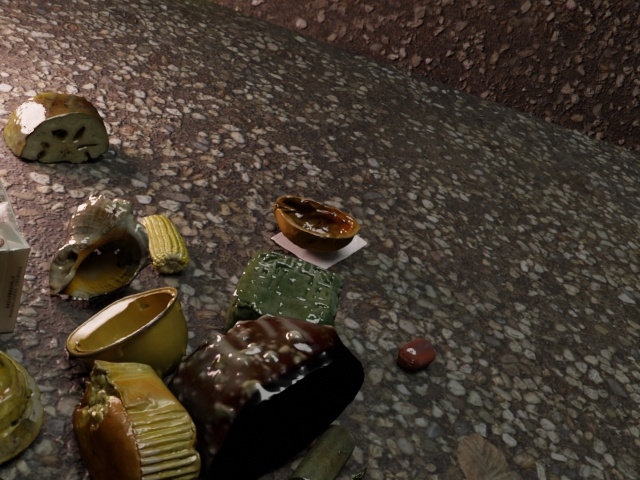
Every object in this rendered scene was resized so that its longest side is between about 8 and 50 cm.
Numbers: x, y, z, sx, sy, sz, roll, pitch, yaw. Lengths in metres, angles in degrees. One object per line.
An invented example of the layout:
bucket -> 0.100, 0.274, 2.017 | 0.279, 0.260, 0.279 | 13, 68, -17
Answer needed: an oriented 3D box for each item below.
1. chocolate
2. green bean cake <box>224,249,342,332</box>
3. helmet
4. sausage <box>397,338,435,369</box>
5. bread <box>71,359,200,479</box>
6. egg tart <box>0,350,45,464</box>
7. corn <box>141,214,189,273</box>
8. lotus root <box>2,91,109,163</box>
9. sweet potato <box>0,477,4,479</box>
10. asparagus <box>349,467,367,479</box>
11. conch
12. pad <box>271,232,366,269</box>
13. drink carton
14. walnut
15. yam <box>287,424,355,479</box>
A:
chocolate -> -0.112, 0.246, 1.642 | 0.340, 0.225, 0.210 | -29, 51, -32
green bean cake -> -0.069, 0.135, 1.961 | 0.222, 0.125, 0.227 | 20, 35, -2
helmet -> -0.315, 0.189, 1.679 | 0.205, 0.257, 0.140 | -39, 107, -32
sausage -> 0.204, 0.240, 2.033 | 0.094, 0.054, 0.059 | -12, 45, -44
bread -> -0.291, 0.302, 1.485 | 0.133, 0.179, 0.250 | -7, 41, -34
egg tart -> -0.563, 0.237, 1.491 | 0.278, 0.095, 0.279 | 18, 31, -11
corn -> -0.334, 0.005, 2.047 | 0.085, 0.063, 0.165 | -18, 42, -16
lotus root -> -0.605, -0.261, 2.240 | 0.234, 0.138, 0.119 | -7, 31, -32
sweet potato -> -0.427, 0.410, 1.340 | 0.233, 0.062, 0.081 | 40, 33, 22
asparagus -> 0.036, 0.432, 1.656 | 0.016, 0.016, 0.163 | 8, 20, 32
conch -> -0.427, 0.025, 1.871 | 0.178, 0.163, 0.245 | 19, 56, 27
pad -> 0.000, 0.000, 2.332 | 0.156, 0.004, 0.232 | 34, 32, 19
drink carton -> -0.633, -0.008, 1.734 | 0.132, 0.194, 0.324 | -3, 39, -33
walnut -> -0.018, -0.024, 2.265 | 0.211, 0.087, 0.167 | 17, 26, -6
yam -> 0.003, 0.385, 1.655 | 0.068, 0.068, 0.169 | 28, 31, 10
